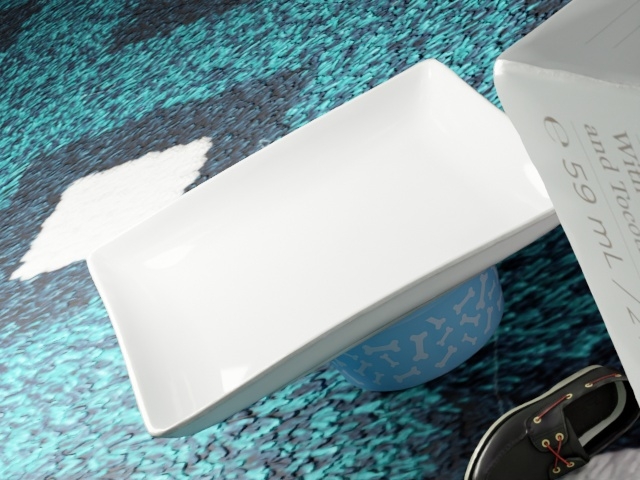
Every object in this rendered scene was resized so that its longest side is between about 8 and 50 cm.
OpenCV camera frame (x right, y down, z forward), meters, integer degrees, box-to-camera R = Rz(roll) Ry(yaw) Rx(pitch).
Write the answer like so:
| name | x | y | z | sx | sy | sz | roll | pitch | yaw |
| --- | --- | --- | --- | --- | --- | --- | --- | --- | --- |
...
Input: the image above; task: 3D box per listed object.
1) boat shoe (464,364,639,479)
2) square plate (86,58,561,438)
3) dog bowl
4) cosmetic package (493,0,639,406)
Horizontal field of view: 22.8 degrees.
| name | x | y | z | sx | sy | sz | roll | pitch | yaw |
| --- | --- | --- | --- | --- | --- | --- | --- | --- | --- |
| boat shoe | 0.148 | 0.124 | 1.002 | 0.133 | 0.049 | 0.042 | -33 | 18 | -20 |
| square plate | 0.000 | 0.000 | 1.207 | 0.344 | 0.049 | 0.347 | -29 | 26 | -4 |
| dog bowl | 0.059 | 0.015 | 1.262 | 0.166 | 0.074 | 0.297 | -25 | 27 | 8 |
| cosmetic package | 0.359 | -0.014 | 0.724 | 0.327 | 0.329 | 0.394 | -36 | 26 | -18 |
